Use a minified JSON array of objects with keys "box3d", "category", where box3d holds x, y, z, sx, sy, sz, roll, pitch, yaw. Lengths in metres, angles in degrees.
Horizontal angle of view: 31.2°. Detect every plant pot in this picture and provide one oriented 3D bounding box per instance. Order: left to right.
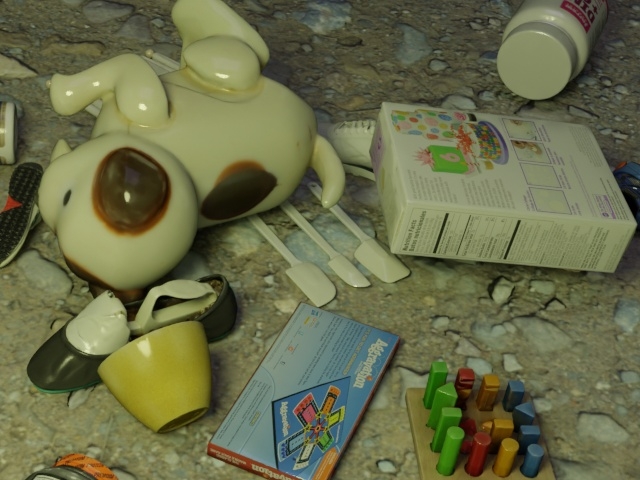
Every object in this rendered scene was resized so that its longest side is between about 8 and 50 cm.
[{"box3d":[-0.179,0.167,1.338,0.134,0.134,0.095,-18,72,-31],"category":"plant pot"}]

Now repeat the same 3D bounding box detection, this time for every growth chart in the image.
[{"box3d":[-0.315,-0.261,1.926,0.237,0.021,0.172,-27,51,-37],"category":"growth chart"}]

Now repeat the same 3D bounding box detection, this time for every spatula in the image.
[{"box3d":[0.000,0.000,1.664,0.168,0.019,0.242,-21,46,-26],"category":"spatula"}]

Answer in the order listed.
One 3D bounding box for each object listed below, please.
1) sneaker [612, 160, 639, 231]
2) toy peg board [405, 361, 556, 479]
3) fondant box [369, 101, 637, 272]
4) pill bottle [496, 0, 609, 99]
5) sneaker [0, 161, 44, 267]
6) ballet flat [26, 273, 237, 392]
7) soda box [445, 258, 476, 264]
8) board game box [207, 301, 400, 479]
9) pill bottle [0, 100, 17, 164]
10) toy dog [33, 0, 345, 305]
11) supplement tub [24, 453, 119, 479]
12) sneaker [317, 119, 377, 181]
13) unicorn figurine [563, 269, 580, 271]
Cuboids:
[{"box3d":[0.529,-0.037,1.780,0.087,0.083,0.221,-36,50,-26],"category":"sneaker"},{"box3d":[0.196,0.219,1.372,0.160,0.079,0.161,3,39,-8],"category":"toy peg board"},{"box3d":[0.250,-0.078,1.627,0.330,0.096,0.238,6,39,-12],"category":"fondant box"},{"box3d":[0.427,-0.380,2.115,0.160,0.160,0.283,20,39,13],"category":"pill bottle"},{"box3d":[-0.411,-0.024,1.577,0.057,0.075,0.161,10,65,12],"category":"sneaker"},{"box3d":[-0.231,0.099,1.422,0.280,0.096,0.095,-19,47,-31],"category":"ballet flat"},{"box3d":[0.212,-0.060,1.733,0.069,0.074,0.216,11,38,0],"category":"soda box"},{"box3d":[-0.013,0.187,1.411,0.145,0.027,0.281,18,39,14],"category":"board game box"},{"box3d":[-0.536,-0.161,1.693,0.169,0.094,0.094,1,39,-11],"category":"pill bottle"},{"box3d":[-0.206,-0.084,1.563,0.395,0.285,0.408,38,45,7],"category":"toy dog"},{"box3d":[-0.279,0.306,1.133,0.117,0.117,0.190,22,39,16],"category":"supplement tub"},{"box3d":[0.073,-0.155,1.811,0.235,0.095,0.090,18,40,14],"category":"sneaker"},{"box3d":[0.332,0.005,1.697,0.161,0.060,0.111,-11,50,-2],"category":"unicorn figurine"}]
